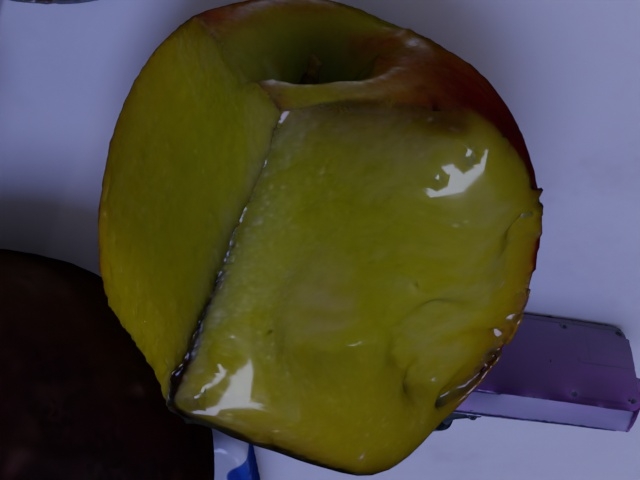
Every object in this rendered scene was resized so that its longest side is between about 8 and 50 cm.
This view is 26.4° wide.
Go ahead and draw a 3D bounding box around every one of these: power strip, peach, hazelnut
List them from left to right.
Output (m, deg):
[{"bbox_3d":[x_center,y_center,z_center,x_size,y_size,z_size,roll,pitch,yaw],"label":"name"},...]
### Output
[{"bbox_3d":[-0.272,0.215,1.147,0.421,0.421,0.352,-28,139,28],"label":"hazelnut"},{"bbox_3d":[0.000,0.000,1.052,0.306,0.242,0.380,-1,124,-25],"label":"peach"},{"bbox_3d":[0.155,0.110,1.236,0.278,0.109,0.037,8,132,-4],"label":"power strip"}]

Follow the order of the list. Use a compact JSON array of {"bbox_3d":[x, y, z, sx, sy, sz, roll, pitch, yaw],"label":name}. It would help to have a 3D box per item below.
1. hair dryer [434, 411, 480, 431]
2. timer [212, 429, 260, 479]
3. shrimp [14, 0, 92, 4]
[{"bbox_3d":[0.078,0.165,1.293,0.100,0.057,0.197,35,150,-28],"label":"hair dryer"},{"bbox_3d":[-0.189,0.242,1.410,0.253,0.078,0.178,-2,133,5],"label":"timer"},{"bbox_3d":[-0.158,-0.247,0.952,0.143,0.052,0.251,26,139,-34],"label":"shrimp"}]
